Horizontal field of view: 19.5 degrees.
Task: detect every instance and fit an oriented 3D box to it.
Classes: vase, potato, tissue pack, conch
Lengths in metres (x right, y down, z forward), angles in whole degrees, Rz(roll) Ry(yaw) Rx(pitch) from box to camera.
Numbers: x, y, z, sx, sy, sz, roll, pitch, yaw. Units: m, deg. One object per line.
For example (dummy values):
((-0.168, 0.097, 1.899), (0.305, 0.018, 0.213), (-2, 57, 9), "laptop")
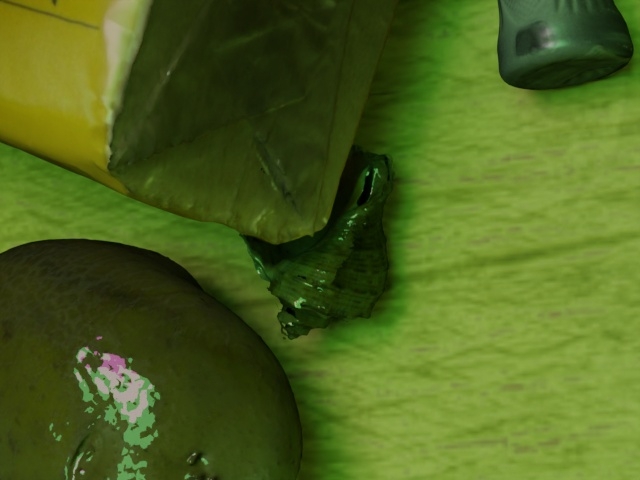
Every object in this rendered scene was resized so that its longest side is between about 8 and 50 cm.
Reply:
((0.120, -0.197, 1.050), (0.096, 0.096, 0.219), (-13, 78, 20), "vase")
((-0.124, 0.092, 1.064), (0.174, 0.159, 0.251), (-41, 57, -14), "potato")
((-0.145, -0.194, 1.056), (0.382, 0.228, 0.293), (20, 91, 38), "tissue pack")
((0.000, 0.000, 1.068), (0.089, 0.074, 0.121), (22, 89, -1), "conch")
